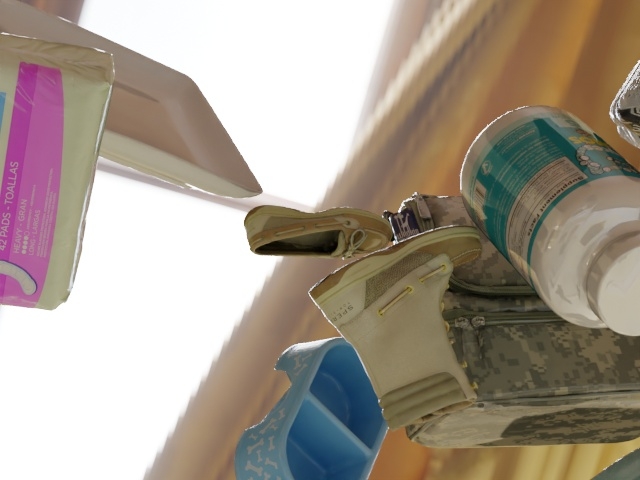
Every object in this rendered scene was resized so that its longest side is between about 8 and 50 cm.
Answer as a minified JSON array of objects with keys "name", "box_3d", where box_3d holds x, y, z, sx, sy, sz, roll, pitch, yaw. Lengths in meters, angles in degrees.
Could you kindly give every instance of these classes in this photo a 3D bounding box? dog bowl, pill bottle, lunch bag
[{"name":"dog bowl","box_3d":[0.002,0.241,2.315,0.166,0.297,0.074,45,133,-18]},{"name":"pill bottle","box_3d":[0.240,-0.014,1.699,0.146,0.146,0.264,14,-159,-26]},{"name":"lunch bag","box_3d":[0.224,0.074,1.954,0.305,0.256,0.212,-2,159,-11]}]

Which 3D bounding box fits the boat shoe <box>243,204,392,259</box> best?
[{"name":"boat shoe","box_3d":[0.000,-0.001,1.827,0.153,0.056,0.048,7,-135,-20]}]

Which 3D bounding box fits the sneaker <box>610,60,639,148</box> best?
[{"name":"sneaker","box_3d":[0.428,-0.128,1.946,0.210,0.137,0.366,31,-179,10]}]

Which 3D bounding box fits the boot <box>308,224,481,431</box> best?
[{"name":"boot","box_3d":[0.103,0.081,1.727,0.213,0.165,0.077,-21,168,-44]}]

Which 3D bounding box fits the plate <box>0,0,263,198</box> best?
[{"name":"plate","box_3d":[-0.216,-0.142,1.885,0.278,0.045,0.277,21,-160,-32]}]

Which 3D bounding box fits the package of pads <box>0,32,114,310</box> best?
[{"name":"package of pads","box_3d":[-0.340,-0.069,1.575,0.297,0.229,0.101,10,-156,-7]}]

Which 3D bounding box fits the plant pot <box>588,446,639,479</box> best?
[{"name":"plant pot","box_3d":[0.388,0.420,2.339,0.196,0.293,0.293,51,-160,21]}]
